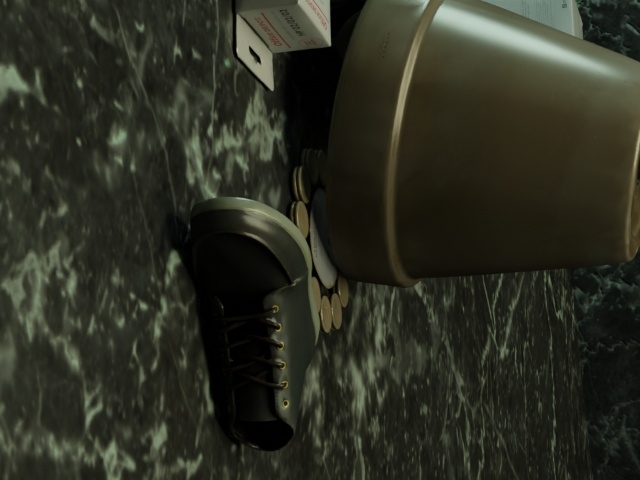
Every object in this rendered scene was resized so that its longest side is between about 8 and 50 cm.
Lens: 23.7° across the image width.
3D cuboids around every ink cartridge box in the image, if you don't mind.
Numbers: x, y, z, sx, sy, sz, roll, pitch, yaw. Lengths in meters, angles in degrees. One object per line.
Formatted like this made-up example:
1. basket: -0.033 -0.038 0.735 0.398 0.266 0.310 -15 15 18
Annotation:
1. ink cartridge box: -0.033 -0.236 1.364 0.104 0.062 0.181 39 48 -68

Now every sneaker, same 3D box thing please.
1. sneaker: -0.048 0.067 1.171 0.222 0.083 0.118 66 24 -51
2. sneaker: 0.026 -0.246 1.555 0.237 0.085 0.086 47 24 -66

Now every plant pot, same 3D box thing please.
1. plant pot: 0.188 -0.096 1.524 0.323 0.280 0.323 9 90 -72

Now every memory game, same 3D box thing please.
1. memory game: 0.000 0.000 1.495 0.186 0.012 0.186 -5 90 -74

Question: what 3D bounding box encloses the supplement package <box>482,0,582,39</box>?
1. supplement package: 0.271 -0.238 2.184 0.149 0.203 0.194 43 44 -68
